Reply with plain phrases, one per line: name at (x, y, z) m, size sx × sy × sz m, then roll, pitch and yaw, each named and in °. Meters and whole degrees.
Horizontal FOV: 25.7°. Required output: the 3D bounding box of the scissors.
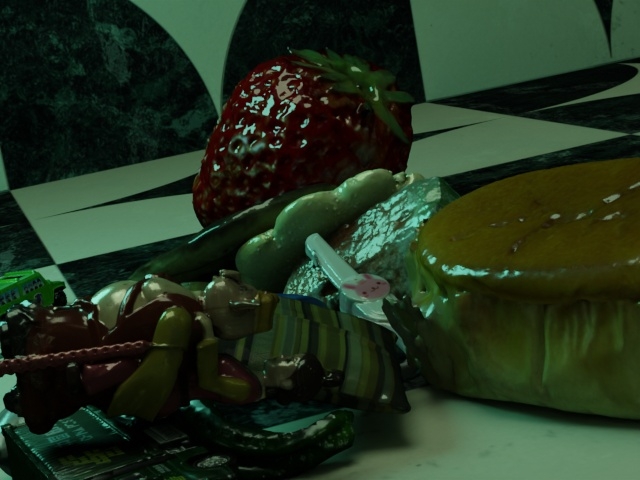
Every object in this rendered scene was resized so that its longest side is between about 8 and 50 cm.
scissors at (0.048, 0.059, 1.404) m, size 0.118 × 0.030 × 0.242 m, roll -14°, pitch 34°, yaw -23°

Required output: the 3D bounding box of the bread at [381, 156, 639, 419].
bread at (0.239, 0.032, 1.186) m, size 0.388 × 0.183 × 0.236 m, roll 1°, pitch 18°, yaw 40°

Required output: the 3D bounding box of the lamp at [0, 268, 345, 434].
lamp at (-0.109, 0.079, 1.048) m, size 0.253 × 0.118 × 0.118 m, roll -7°, pitch 11°, yaw -5°

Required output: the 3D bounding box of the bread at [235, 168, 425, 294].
bread at (0.000, 0.000, 1.588) m, size 0.251 × 0.039 × 0.182 m, roll -39°, pitch -23°, yaw 31°

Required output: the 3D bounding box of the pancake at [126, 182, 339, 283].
pancake at (-0.088, 0.012, 1.679) m, size 0.294 × 0.049 × 0.294 m, roll -20°, pitch -13°, yaw -5°

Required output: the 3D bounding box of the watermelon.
watermelon at (0.058, 0.038, 1.497) m, size 0.241 × 0.154 × 0.094 m, roll -20°, pitch 6°, yaw 29°

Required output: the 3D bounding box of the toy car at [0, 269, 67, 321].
toy car at (-0.397, 0.077, 1.810) m, size 0.071 × 0.062 × 0.165 m, roll -5°, pitch 13°, yaw 27°

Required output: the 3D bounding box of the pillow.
pillow at (-0.028, 0.089, 1.216) m, size 0.212 × 0.052 × 0.208 m, roll 14°, pitch 11°, yaw -4°

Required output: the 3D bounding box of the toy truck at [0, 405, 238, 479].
toy truck at (-0.145, 0.184, 1.031) m, size 0.121 × 0.088 × 0.259 m, roll -13°, pitch 11°, yaw -23°

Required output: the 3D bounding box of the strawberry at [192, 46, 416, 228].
strawberry at (-0.021, -0.113, 2.025) m, size 0.291 × 0.310 × 0.292 m, roll 18°, pitch 19°, yaw -6°

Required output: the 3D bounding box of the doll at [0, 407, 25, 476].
doll at (-0.232, 0.166, 1.228) m, size 0.102 × 0.075 × 0.227 m, roll -23°, pitch -5°, yaw 23°

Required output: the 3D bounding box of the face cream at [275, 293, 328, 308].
face cream at (-0.118, 0.096, 1.426) m, size 0.264 × 0.083 × 0.149 m, roll 0°, pitch 13°, yaw 40°

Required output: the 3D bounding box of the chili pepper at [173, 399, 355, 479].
chili pepper at (-0.098, 0.153, 1.196) m, size 0.122 × 0.065 × 0.279 m, roll -4°, pitch 8°, yaw -38°
